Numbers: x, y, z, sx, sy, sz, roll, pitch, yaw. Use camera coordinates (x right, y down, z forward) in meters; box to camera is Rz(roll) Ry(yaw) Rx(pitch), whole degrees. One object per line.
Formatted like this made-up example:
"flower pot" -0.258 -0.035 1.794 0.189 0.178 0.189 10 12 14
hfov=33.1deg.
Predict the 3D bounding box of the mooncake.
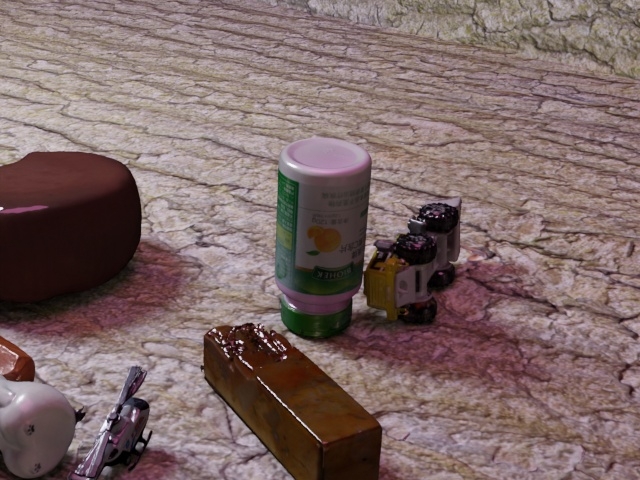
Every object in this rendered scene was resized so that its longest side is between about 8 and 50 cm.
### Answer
"mooncake" -0.452 -0.024 1.673 0.333 0.174 0.326 1 23 4

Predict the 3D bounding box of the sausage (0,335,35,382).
"sausage" -0.438 0.157 1.435 0.169 0.065 0.065 23 33 33

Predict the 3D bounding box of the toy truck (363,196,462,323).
"toy truck" 0.150 0.022 1.678 0.111 0.136 0.286 9 25 21

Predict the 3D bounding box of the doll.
"doll" -0.381 0.211 1.283 0.180 0.110 0.107 11 26 20

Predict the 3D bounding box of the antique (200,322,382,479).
"antique" -0.045 0.201 1.350 0.087 0.093 0.310 -13 30 -29

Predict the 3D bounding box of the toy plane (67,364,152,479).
"toy plane" -0.249 0.243 1.269 0.053 0.078 0.197 13 43 14

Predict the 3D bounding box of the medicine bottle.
"medicine bottle" 0.000 0.000 1.549 0.133 0.274 0.133 3 28 -2
